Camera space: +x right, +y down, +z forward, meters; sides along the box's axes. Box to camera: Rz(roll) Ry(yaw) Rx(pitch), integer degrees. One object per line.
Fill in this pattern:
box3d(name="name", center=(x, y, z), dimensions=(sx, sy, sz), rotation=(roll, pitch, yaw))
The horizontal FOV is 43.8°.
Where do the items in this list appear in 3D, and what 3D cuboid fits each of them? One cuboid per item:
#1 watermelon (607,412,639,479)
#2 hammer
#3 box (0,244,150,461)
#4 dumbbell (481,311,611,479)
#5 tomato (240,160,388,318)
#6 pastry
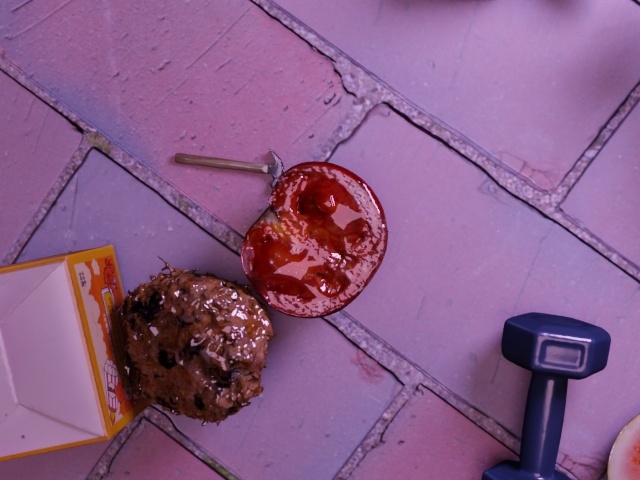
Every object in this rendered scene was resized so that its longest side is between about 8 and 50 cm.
box3d(name="watermelon", center=(0.559, 0.333, 1.190), dimensions=(0.303, 0.159, 0.128), rotation=(-31, 120, 6))
box3d(name="hammer", center=(-0.147, -0.126, 1.290), dimensions=(0.182, 0.017, 0.062), rotation=(9, 95, 7))
box3d(name="box", center=(-0.444, 0.173, 1.252), dimensions=(0.259, 0.214, 0.283), rotation=(-12, 94, 5))
box3d(name="dumbbell", center=(0.335, 0.274, 1.201), dimensions=(0.144, 0.160, 0.325), rotation=(4, 96, -25))
box3d(name="tomato", center=(0.000, 0.000, 1.220), dimensions=(0.200, 0.139, 0.233), rotation=(37, 100, 7))
box3d(name="pastry", center=(-0.185, 0.155, 1.246), dimensions=(0.275, 0.193, 0.275), rotation=(10, 118, 20))
